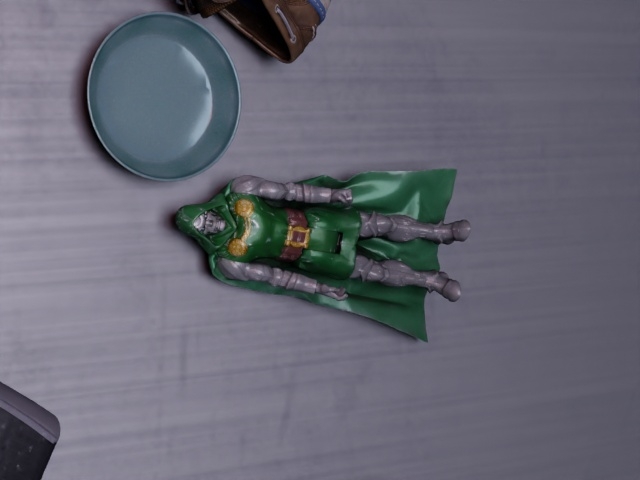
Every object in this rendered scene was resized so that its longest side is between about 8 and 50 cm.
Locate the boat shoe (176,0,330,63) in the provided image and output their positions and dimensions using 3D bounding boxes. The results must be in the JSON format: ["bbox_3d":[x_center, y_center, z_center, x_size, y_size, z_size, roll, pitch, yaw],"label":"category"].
[{"bbox_3d":[-0.069,-0.191,1.071,0.183,0.066,0.066,31,64,-28],"label":"boat shoe"}]

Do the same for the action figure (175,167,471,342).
[{"bbox_3d":[0.000,0.000,1.125,0.232,0.063,0.137,7,89,-28],"label":"action figure"}]

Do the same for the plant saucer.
[{"bbox_3d":[-0.113,-0.100,1.075,0.119,0.021,0.119,1,89,-32],"label":"plant saucer"}]

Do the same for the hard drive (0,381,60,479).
[{"bbox_3d":[-0.294,0.133,0.944,0.255,0.054,0.172,30,75,-28],"label":"hard drive"}]
